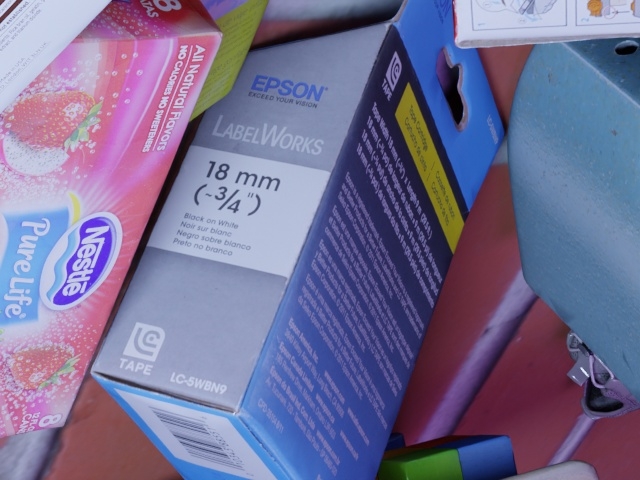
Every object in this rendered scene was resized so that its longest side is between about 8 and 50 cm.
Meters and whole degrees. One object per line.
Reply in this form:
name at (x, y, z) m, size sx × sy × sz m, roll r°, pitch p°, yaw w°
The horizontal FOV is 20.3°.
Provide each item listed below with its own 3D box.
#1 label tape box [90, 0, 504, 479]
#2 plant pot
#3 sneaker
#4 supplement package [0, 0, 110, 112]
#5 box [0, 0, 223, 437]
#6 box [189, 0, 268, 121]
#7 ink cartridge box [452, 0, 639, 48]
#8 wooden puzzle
label tape box at (0.000, 0.000, 1.151) m, size 0.241 × 0.106 × 0.334 m, roll 62°, pitch 45°, yaw -57°
plant pot at (0.273, -0.061, 1.243) m, size 0.247 × 0.247 × 0.252 m, roll -29°, pitch 129°, yaw -8°
sneaker at (0.265, 0.088, 1.533) m, size 0.115 × 0.105 × 0.281 m, roll -31°, pitch 148°, yaw -4°
supplement package at (-0.220, -0.156, 0.714) m, size 0.149 × 0.194 × 0.203 m, roll -43°, pitch 146°, yaw 15°
box at (-0.187, -0.035, 0.948) m, size 0.154 × 0.142 × 0.300 m, roll -7°, pitch 138°, yaw -37°
box at (-0.060, -0.140, 0.974) m, size 0.109 × 0.042 × 0.178 m, roll -43°, pitch 163°, yaw -51°
ink cartridge box at (0.113, -0.292, 0.810) m, size 0.130 × 0.272 × 0.309 m, roll -2°, pitch 135°, yaw 7°
wooden puzzle at (-0.007, 0.208, 1.380) m, size 0.322 × 0.081 × 0.348 m, roll -12°, pitch 176°, yaw -26°
